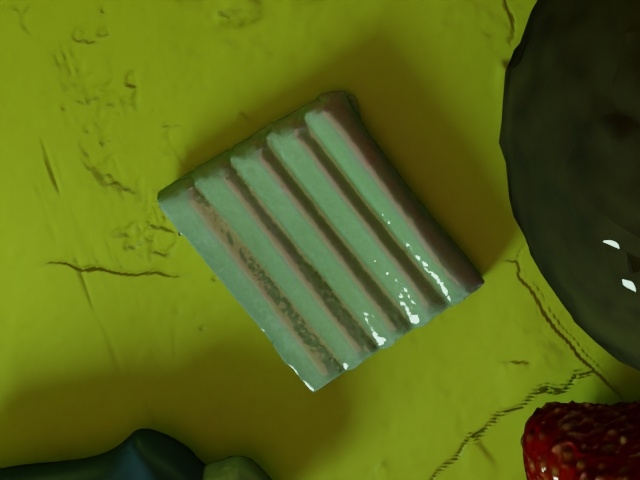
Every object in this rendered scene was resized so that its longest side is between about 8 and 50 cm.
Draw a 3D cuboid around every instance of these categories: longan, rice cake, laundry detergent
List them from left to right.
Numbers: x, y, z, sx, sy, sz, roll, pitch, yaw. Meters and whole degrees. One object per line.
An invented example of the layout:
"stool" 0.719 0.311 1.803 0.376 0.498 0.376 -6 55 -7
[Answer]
"laundry detergent" -0.168 0.232 1.576 0.289 0.094 0.143 -16 84 10
"rice cake" 0.000 0.000 1.522 0.189 0.037 0.198 -30 94 15
"longan" 0.310 -0.062 1.277 0.391 0.391 0.391 2 101 10

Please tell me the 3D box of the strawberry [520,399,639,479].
"strawberry" 0.275 0.226 1.414 0.257 0.261 0.261 -11 99 21
